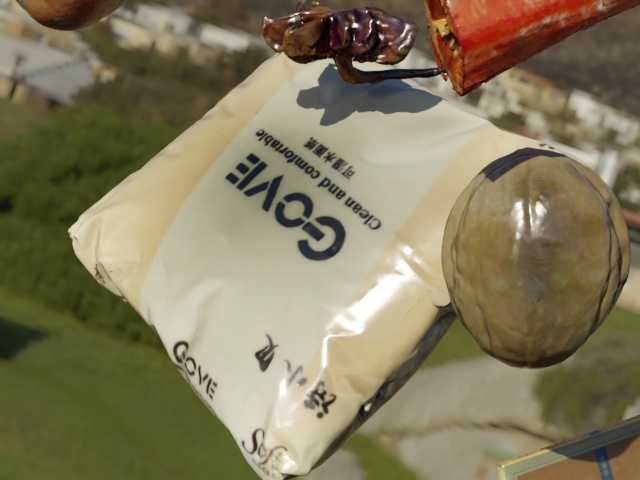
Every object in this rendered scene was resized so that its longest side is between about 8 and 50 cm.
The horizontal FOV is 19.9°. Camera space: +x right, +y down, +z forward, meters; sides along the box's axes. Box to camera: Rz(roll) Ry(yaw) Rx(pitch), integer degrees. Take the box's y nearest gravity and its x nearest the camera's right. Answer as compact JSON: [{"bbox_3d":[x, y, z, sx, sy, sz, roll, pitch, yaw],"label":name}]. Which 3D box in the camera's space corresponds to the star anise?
[{"bbox_3d":[0.044,-0.167,1.553,0.190,0.070,0.097,2,9,-8],"label":"star anise"}]

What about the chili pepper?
[{"bbox_3d":[0.155,-0.159,1.208,0.169,0.088,0.065,-16,21,-9],"label":"chili pepper"}]

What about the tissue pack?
[{"bbox_3d":[0.000,0.000,1.650,0.375,0.390,0.195,36,-12,41],"label":"tissue pack"}]

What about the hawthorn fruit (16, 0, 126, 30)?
[{"bbox_3d":[-0.234,-0.277,1.797,0.149,0.149,0.189,18,8,37],"label":"hawthorn fruit"}]

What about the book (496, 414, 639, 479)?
[{"bbox_3d":[0.267,0.233,1.513,0.241,0.170,0.018,-15,2,-26],"label":"book"}]

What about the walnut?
[{"bbox_3d":[0.157,0.013,1.340,0.140,0.162,0.140,-14,11,3],"label":"walnut"}]
